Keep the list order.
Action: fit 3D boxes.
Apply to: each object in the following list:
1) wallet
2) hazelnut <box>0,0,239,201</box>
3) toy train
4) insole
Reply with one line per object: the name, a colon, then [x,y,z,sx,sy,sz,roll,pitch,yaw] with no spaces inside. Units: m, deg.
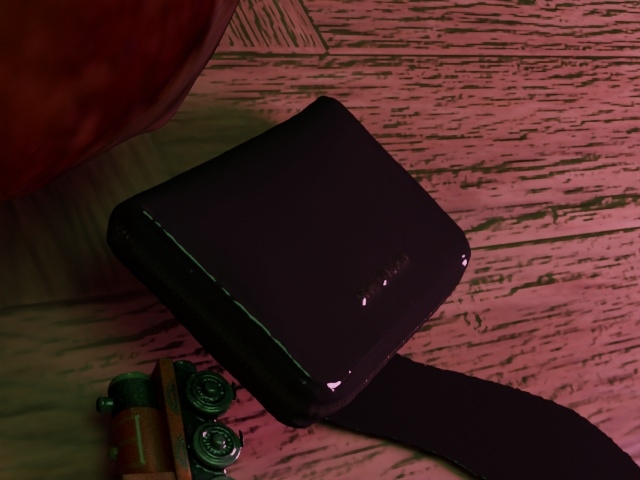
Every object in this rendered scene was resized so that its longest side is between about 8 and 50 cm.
wallet: [0.000,0.000,0.690,0.149,0.044,0.250,46,30,6]
hazelnut: [-0.184,-0.225,0.538,0.402,0.402,0.429,29,32,-11]
toy train: [-0.070,0.102,0.583,0.064,0.044,0.103,2,53,-21]
insole: [0.091,0.108,0.716,0.253,0.005,0.086,24,43,-17]
